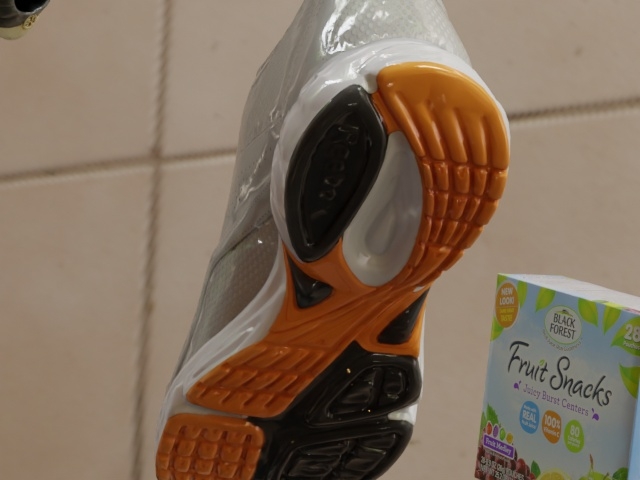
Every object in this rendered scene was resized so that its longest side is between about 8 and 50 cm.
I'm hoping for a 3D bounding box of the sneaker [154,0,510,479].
[{"bbox_3d":[0.000,0.000,0.740,0.121,0.099,0.262,-97,25,-45],"label":"sneaker"}]

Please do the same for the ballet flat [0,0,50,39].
[{"bbox_3d":[-0.179,-0.185,1.227,0.049,0.057,0.173,40,138,4],"label":"ballet flat"}]

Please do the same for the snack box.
[{"bbox_3d":[0.206,0.125,1.450,0.207,0.070,0.174,18,104,61],"label":"snack box"}]
